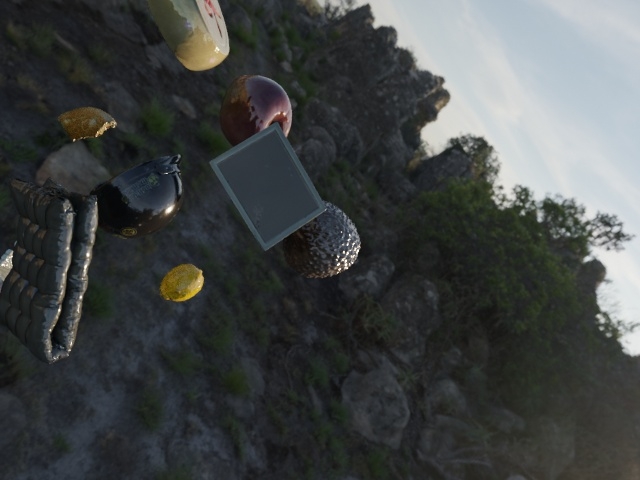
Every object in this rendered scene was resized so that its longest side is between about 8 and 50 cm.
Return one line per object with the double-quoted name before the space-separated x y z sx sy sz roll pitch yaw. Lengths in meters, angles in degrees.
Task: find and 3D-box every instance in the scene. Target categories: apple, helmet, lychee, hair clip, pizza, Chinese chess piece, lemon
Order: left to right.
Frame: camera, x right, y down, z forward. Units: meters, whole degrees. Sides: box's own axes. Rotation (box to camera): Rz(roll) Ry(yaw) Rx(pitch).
"hair clip" -1.133 0.077 1.803 0.140 0.054 0.220 99 5 -47
"pizza" -0.919 -0.460 1.922 0.056 0.270 0.135 16 71 -72
"helmet" -0.449 -0.099 1.258 0.161 0.278 0.230 62 -24 -3
"lemon" -0.453 0.140 1.599 0.114 0.155 0.114 36 -33 28
"Chinese chess piece" -0.288 -0.504 1.074 0.251 0.097 0.251 -16 90 -81
"apple" -0.253 -0.471 1.867 0.235 0.306 0.305 28 3 25
"lychee" -0.002 -0.005 1.759 0.300 0.300 0.300 50 16 -20

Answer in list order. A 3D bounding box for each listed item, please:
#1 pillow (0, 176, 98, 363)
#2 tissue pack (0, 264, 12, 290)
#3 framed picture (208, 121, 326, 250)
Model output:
"pillow" -0.540 0.047 0.962 0.228 0.327 0.101 19 11 38
"tissue pack" -0.995 0.218 1.353 0.125 0.344 0.242 45 -16 -3
"framed picture" -0.145 -0.153 1.400 0.296 0.232 0.019 61 -15 -15
